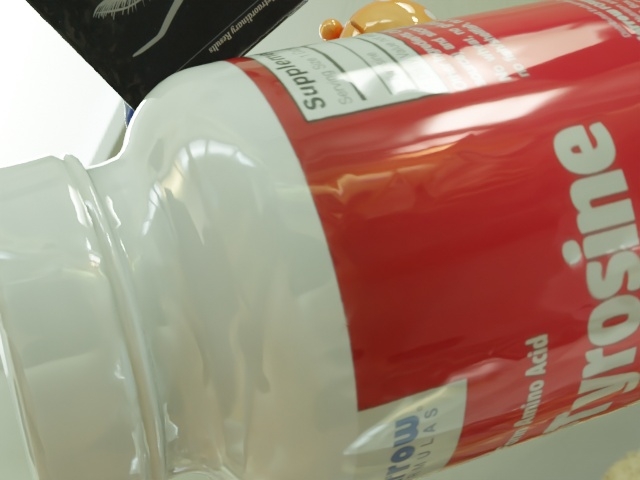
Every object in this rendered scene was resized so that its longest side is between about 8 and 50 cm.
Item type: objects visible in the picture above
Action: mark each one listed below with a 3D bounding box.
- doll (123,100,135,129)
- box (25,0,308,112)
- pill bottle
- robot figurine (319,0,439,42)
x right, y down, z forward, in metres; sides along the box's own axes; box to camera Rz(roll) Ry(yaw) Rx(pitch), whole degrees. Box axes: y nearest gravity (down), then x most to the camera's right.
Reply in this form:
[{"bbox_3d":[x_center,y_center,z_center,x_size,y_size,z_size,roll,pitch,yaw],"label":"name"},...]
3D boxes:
[{"bbox_3d":[-0.142,-0.090,1.013,0.129,0.189,0.046,-20,-32,2],"label":"doll"},{"bbox_3d":[-0.129,-0.210,0.745,0.153,0.108,0.207,-37,-69,15],"label":"box"},{"bbox_3d":[0.040,0.006,0.543,0.408,0.229,0.229,-15,-43,-19],"label":"pill bottle"},{"bbox_3d":[0.087,-0.190,1.161,0.128,0.158,0.219,-24,-13,4],"label":"robot figurine"}]
